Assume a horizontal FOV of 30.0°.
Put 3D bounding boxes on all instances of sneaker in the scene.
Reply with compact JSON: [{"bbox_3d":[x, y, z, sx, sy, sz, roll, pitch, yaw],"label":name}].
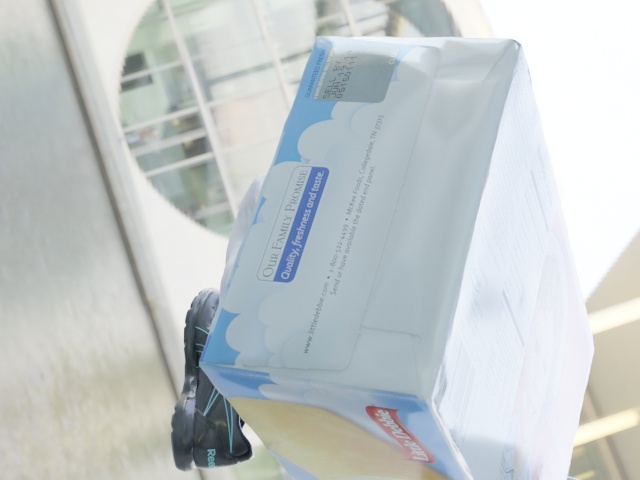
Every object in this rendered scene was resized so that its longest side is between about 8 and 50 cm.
[{"bbox_3d":[-0.077,0.033,1.327,0.094,0.080,0.212,-43,-152,47],"label":"sneaker"},{"bbox_3d":[-0.131,0.182,1.576,0.101,0.106,0.267,84,7,-55],"label":"sneaker"}]

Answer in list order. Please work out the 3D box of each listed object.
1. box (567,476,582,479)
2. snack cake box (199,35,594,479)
[{"bbox_3d":[0.179,0.366,1.094,0.294,0.296,0.183,-53,-152,37],"label":"box"},{"bbox_3d":[0.053,0.051,0.531,0.264,0.089,0.152,61,40,-53],"label":"snack cake box"}]
